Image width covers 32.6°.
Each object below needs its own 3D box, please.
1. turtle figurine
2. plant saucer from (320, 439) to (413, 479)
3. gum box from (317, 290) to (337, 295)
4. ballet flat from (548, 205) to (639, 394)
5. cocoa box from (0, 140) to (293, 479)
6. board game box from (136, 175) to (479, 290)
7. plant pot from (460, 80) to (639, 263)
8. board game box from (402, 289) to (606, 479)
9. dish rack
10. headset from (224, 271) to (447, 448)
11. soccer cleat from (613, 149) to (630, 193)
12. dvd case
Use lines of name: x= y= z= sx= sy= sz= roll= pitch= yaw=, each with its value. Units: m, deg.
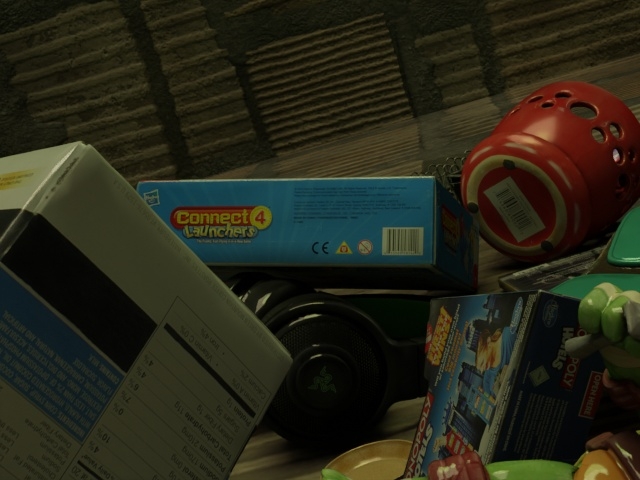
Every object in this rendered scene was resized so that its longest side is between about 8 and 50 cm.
turtle figurine: x=0.142 y=0.131 z=0.529 sx=0.266 sy=0.198 sz=0.275 roll=-21 pitch=8 yaw=0
plant saucer: x=0.042 y=0.183 z=0.863 sx=0.083 sy=0.015 sz=0.083 roll=-17 pitch=11 yaw=3
gum box: x=-0.043 y=0.114 z=1.234 sx=0.184 sy=0.041 sz=0.157 roll=-22 pitch=13 yaw=-21
ballet flat: x=0.257 y=0.064 z=0.896 sx=0.107 sy=0.106 sz=0.316 roll=1 pitch=21 yaw=37
cocoa box: x=-0.244 y=0.103 z=0.760 sx=0.347 sy=0.231 sz=0.228 roll=-4 pitch=47 yaw=45
board game box: x=0.000 y=0.000 z=1.184 sx=0.308 sy=0.086 sz=0.302 roll=0 pitch=-7 yaw=15
plant pot: x=0.280 y=-0.077 z=1.325 sx=0.191 sy=0.191 sz=0.174 roll=-6 pitch=22 yaw=42
board game box: x=0.114 y=0.112 z=0.745 sx=0.060 sy=0.194 sz=0.194 roll=14 pitch=7 yaw=-11
dish rack: x=0.247 y=-0.107 z=1.782 sx=0.208 sy=0.074 sz=0.271 roll=-21 pitch=12 yaw=-23
headset: x=-0.030 y=0.131 z=1.018 sx=0.394 sy=0.185 sz=0.243 roll=-5 pitch=9 yaw=-25
soccer cleat: x=0.365 y=-0.089 z=1.529 sx=0.248 sy=0.083 sz=0.095 roll=-15 pitch=16 yaw=-3
dvd case: x=0.298 y=0.043 z=1.151 sx=0.164 sy=0.018 sz=0.221 roll=-17 pitch=11 yaw=-6
